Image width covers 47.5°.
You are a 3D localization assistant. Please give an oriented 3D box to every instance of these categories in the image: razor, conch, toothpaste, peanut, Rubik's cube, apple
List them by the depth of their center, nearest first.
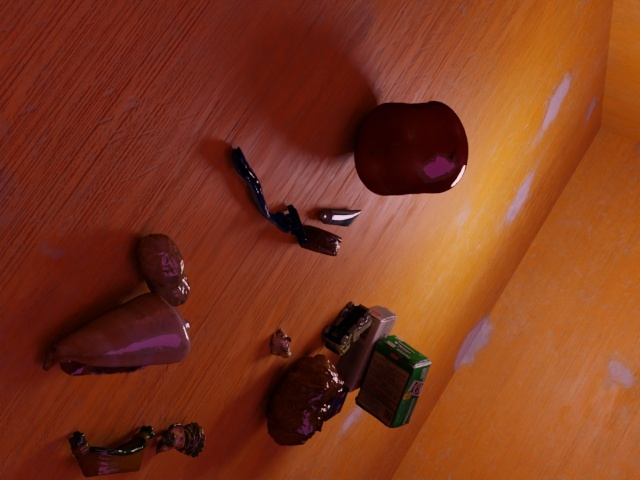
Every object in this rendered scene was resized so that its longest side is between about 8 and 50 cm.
[{"bbox_3d":[-0.332,0.152,1.223,0.255,0.158,0.127,6,68,-45],"label":"conch"},{"bbox_3d":[-0.268,0.056,1.262,0.080,0.080,0.174,-47,150,-27],"label":"peanut"},{"bbox_3d":[-0.113,-0.087,1.441,0.056,0.093,0.324,-26,150,8],"label":"razor"},{"bbox_3d":[0.208,-0.209,1.671,0.260,0.261,0.216,-12,102,-58],"label":"apple"},{"bbox_3d":[0.046,-0.056,1.780,0.057,0.035,0.197,-51,159,17],"label":"toothpaste"},{"bbox_3d":[0.016,0.471,2.189,0.092,0.092,0.092,-13,127,-57],"label":"Rubik's cube"}]

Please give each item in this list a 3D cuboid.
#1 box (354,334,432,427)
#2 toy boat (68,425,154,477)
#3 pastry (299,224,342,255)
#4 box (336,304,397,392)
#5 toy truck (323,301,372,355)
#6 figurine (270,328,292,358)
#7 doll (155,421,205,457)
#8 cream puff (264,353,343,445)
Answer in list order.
[{"bbox_3d":[0.220,0.438,2.251,0.103,0.180,0.250,-3,117,-47],"label":"box"},{"bbox_3d":[-0.396,0.403,1.399,0.229,0.089,0.088,27,53,-64],"label":"toy boat"},{"bbox_3d":[0.000,0.000,1.679,0.109,0.097,0.057,-148,-105,-78],"label":"pastry"},{"bbox_3d":[0.140,0.342,2.302,0.135,0.079,0.269,-3,118,-60],"label":"box"},{"bbox_3d":[0.080,0.262,2.114,0.169,0.077,0.100,-44,148,-34],"label":"toy truck"},{"bbox_3d":[-0.096,0.266,1.827,0.047,0.051,0.083,-34,143,-35],"label":"figurine"},{"bbox_3d":[-0.316,0.427,1.597,0.113,0.076,0.078,25,103,-32],"label":"doll"},{"bbox_3d":[-0.049,0.432,1.976,0.268,0.155,0.241,-64,160,-9],"label":"cream puff"}]
